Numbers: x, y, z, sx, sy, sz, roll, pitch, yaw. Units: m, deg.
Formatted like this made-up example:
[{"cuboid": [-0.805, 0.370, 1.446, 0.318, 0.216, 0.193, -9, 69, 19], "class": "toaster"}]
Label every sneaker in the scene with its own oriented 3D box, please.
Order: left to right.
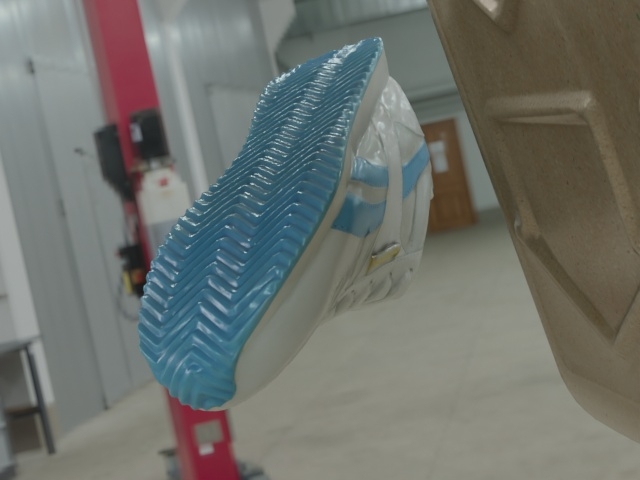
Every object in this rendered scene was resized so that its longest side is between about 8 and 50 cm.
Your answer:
[{"cuboid": [0.000, 0.000, 0.584, 0.087, 0.092, 0.228, -14, 28, 31], "class": "sneaker"}]

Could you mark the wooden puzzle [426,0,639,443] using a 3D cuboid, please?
[{"cuboid": [0.110, -0.065, 0.409, 0.081, 0.347, 0.322, -27, 9, -7], "class": "wooden puzzle"}]
